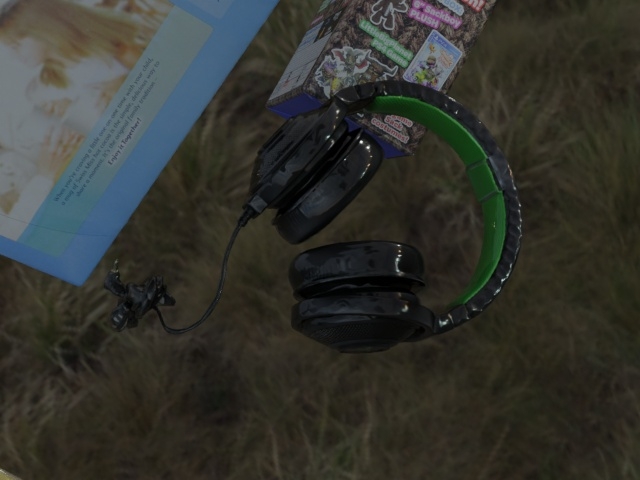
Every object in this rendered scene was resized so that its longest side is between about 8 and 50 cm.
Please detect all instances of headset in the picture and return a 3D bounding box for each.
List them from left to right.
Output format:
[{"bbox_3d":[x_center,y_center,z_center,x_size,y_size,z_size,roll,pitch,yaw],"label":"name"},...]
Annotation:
[{"bbox_3d":[0.000,0.000,1.096,0.394,0.243,0.185,-19,-6,-28],"label":"headset"}]

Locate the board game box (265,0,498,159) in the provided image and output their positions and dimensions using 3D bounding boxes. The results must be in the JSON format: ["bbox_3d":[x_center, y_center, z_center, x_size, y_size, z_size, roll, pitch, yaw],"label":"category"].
[{"bbox_3d":[0.083,-0.250,1.350,0.291,0.141,0.232,-61,12,-4],"label":"board game box"}]

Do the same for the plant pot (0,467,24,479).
[{"bbox_3d":[-0.327,0.282,0.925,0.254,0.254,0.239,12,66,38],"label":"plant pot"}]

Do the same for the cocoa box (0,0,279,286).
[{"bbox_3d":[-0.210,-0.187,0.910,0.347,0.231,0.228,-54,37,13],"label":"cocoa box"}]
